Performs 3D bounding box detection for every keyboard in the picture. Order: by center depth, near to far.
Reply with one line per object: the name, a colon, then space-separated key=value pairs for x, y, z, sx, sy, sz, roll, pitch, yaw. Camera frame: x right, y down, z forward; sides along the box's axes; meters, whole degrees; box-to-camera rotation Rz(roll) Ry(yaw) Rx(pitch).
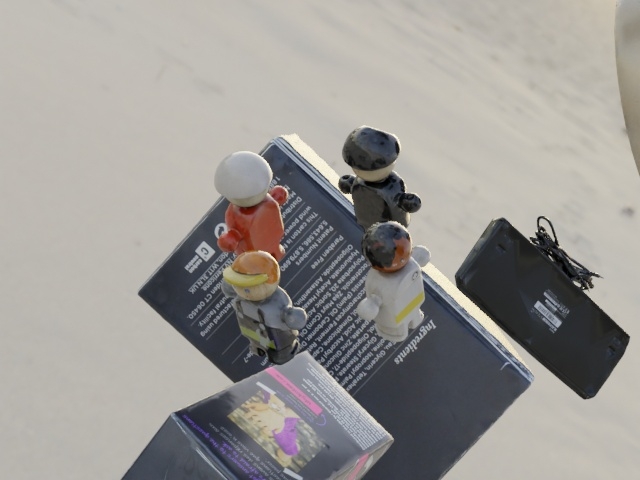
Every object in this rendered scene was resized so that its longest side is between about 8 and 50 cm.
keyboard: x=0.201 y=0.052 z=1.174 sx=0.192 sy=0.100 sz=0.038 roll=41 pitch=-8 yaw=-25

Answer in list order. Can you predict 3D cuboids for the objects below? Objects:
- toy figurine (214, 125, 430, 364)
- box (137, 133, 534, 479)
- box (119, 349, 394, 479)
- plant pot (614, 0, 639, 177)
toy figurine: x=0.000 y=0.000 z=1.308 sx=0.210 sy=0.213 sz=0.148 roll=-96 pitch=176 yaw=-48
box: x=0.025 y=0.104 z=1.944 sx=0.472 sy=0.297 sz=0.480 roll=41 pitch=4 yaw=-2
box: x=-0.071 y=0.241 z=1.336 sx=0.143 sy=0.165 sz=0.270 roll=44 pitch=26 yaw=15
plant pot: x=0.471 y=-0.180 z=1.515 sx=0.191 sy=0.284 sz=0.284 roll=-10 pitch=-13 yaw=27
